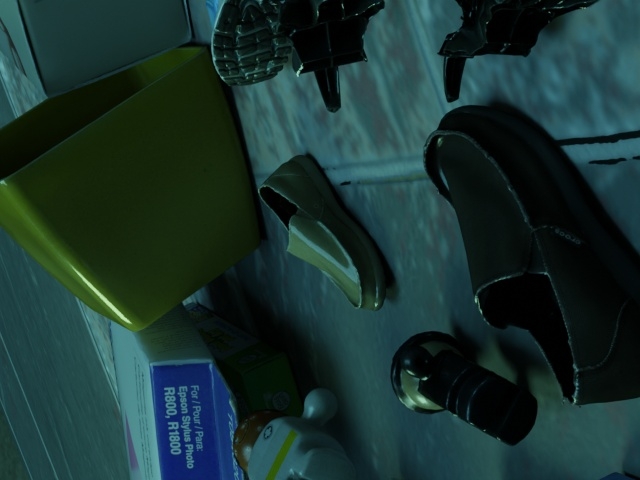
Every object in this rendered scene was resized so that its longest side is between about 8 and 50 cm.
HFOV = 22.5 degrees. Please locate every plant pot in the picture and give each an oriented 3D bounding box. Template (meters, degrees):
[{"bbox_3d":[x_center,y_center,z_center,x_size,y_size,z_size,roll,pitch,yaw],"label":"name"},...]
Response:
[{"bbox_3d":[-0.177,-0.040,1.442,0.187,0.212,0.212,61,162,-18],"label":"plant pot"}]

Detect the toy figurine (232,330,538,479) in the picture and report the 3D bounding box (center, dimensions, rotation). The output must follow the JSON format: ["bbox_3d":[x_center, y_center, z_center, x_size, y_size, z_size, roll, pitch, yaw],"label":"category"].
[{"bbox_3d":[0.051,0.182,1.086,0.148,0.210,0.213,-156,48,-69],"label":"toy figurine"}]

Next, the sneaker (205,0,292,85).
[{"bbox_3d":[-0.058,-0.192,1.201,0.073,0.063,0.162,-112,15,-56],"label":"sneaker"}]

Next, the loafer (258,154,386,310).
[{"bbox_3d":[0.000,0.000,1.243,0.148,0.050,0.056,55,157,29],"label":"loafer"}]

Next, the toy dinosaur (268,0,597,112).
[{"bbox_3d":[0.038,-0.198,0.876,0.322,0.164,0.218,70,-175,-68],"label":"toy dinosaur"}]

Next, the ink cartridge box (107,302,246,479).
[{"bbox_3d":[-0.137,0.223,1.536,0.330,0.071,0.324,-128,31,-64],"label":"ink cartridge box"}]

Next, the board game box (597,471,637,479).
[{"bbox_3d":[0.233,0.255,0.949,0.160,0.039,0.211,14,125,65],"label":"board game box"}]

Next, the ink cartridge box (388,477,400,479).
[{"bbox_3d":[0.065,0.297,1.316,0.181,0.104,0.061,56,158,30],"label":"ink cartridge box"}]

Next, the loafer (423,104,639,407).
[{"bbox_3d":[0.117,0.006,0.919,0.220,0.078,0.080,52,155,34],"label":"loafer"}]

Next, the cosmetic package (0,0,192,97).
[{"bbox_3d":[-0.251,-0.260,1.453,0.296,0.153,0.129,44,151,50],"label":"cosmetic package"}]

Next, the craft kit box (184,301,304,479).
[{"bbox_3d":[-0.070,0.206,1.631,0.247,0.061,0.250,16,127,61],"label":"craft kit box"}]
